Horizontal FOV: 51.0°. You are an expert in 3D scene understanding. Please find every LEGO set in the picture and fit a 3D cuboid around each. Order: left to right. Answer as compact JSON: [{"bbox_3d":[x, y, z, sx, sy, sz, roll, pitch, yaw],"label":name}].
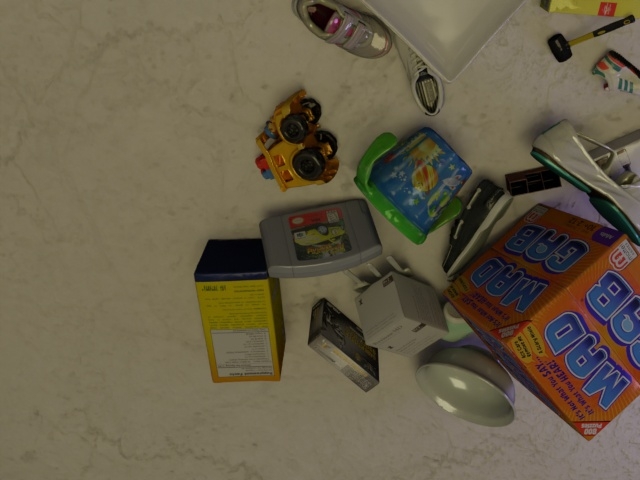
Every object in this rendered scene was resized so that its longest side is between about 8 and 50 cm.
[{"bbox_3d":[0.384,0.115,1.851,0.083,0.023,0.054,-14,136,-26],"label":"LEGO set"}]

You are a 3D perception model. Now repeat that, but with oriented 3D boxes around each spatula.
[{"bbox_3d":[0.150,0.094,1.792,0.168,0.019,0.242,-16,161,15],"label":"spatula"}]

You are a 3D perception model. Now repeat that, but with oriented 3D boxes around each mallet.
[{"bbox_3d":[0.613,-0.454,1.515,0.189,0.039,0.062,-7,128,40],"label":"mallet"}]

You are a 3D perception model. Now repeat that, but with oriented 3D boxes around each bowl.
[{"bbox_3d":[0.434,0.394,1.923,0.297,0.134,0.298,24,149,16],"label":"bowl"}]

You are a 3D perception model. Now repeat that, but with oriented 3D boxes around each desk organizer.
[{"bbox_3d":[0.543,-0.152,1.710,0.130,0.050,0.047,-12,116,9],"label":"desk organizer"}]

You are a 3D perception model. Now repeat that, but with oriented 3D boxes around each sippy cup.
[{"bbox_3d":[0.238,-0.147,1.644,0.224,0.305,0.240,-46,79,11],"label":"sippy cup"}]

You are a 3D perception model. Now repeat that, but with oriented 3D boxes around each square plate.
[{"bbox_3d":[0.277,-0.587,1.464,0.344,0.049,0.347,41,103,-9],"label":"square plate"}]

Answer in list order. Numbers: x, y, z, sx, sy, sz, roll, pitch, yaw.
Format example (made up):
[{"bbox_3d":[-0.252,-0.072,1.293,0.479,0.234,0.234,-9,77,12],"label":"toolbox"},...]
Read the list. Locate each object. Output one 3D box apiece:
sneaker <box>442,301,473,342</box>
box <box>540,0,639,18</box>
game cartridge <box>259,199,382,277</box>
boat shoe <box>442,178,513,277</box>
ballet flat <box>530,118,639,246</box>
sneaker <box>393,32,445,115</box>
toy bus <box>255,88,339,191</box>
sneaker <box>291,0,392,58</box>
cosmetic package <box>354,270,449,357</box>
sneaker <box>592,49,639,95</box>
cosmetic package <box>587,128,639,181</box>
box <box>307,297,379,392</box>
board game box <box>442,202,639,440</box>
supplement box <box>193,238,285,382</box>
[{"bbox_3d":[0.446,0.223,1.904,0.255,0.094,0.151,-1,145,-13],"label":"sneaker"},{"bbox_3d":[0.617,-0.532,1.490,0.232,0.087,0.058,4,118,0],"label":"box"},{"bbox_3d":[0.000,0.000,1.711,0.293,0.196,0.060,-12,142,-4],"label":"game cartridge"},{"bbox_3d":[0.393,-0.029,1.761,0.091,0.114,0.303,44,128,21],"label":"boat shoe"},{"bbox_3d":[0.683,-0.143,1.608,0.400,0.139,0.139,37,113,-12],"label":"ballet flat"},{"bbox_3d":[0.239,-0.414,1.566,0.094,0.091,0.258,-20,113,13],"label":"sneaker"},{"bbox_3d":[-0.085,-0.235,1.664,0.211,0.149,0.220,-13,115,27],"label":"toy bus"},{"bbox_3d":[0.047,-0.484,1.529,0.252,0.111,0.103,22,117,-9],"label":"sneaker"},{"bbox_3d":[0.218,0.202,1.810,0.183,0.152,0.151,20,132,-37],"label":"cosmetic package"},{"bbox_3d":[0.716,-0.376,1.590,0.161,0.057,0.075,33,131,-15],"label":"sneaker"},{"bbox_3d":[0.763,-0.204,1.667,0.238,0.060,0.099,-25,115,15],"label":"cosmetic package"},{"bbox_3d":[0.068,0.293,1.893,0.231,0.183,0.056,42,112,-16],"label":"box"},{"bbox_3d":[0.597,0.182,1.656,0.356,0.356,0.356,-42,109,0],"label":"board game box"},{"bbox_3d":[-0.211,0.193,1.850,0.194,0.195,0.357,-2,117,4],"label":"supplement box"}]
